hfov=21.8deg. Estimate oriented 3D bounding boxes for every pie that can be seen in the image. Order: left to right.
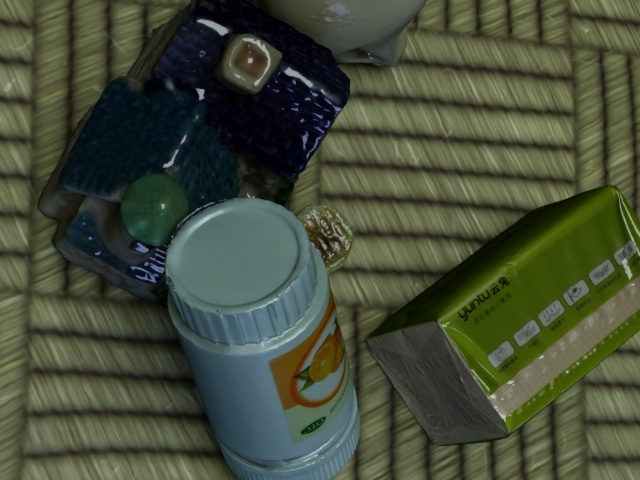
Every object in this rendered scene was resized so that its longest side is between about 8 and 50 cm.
[{"bbox_3d":[0.000,0.000,1.867,0.084,0.020,0.084,4,80,-21],"label":"pie"}]

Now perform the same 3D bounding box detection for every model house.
[{"bbox_3d":[-0.119,-0.099,1.703,0.243,0.284,0.298,28,71,-10],"label":"model house"}]

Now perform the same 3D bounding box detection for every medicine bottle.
[{"bbox_3d":[-0.055,0.107,1.653,0.158,0.318,0.158,-5,52,7],"label":"medicine bottle"}]

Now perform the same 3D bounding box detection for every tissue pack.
[{"bbox_3d":[0.224,0.083,1.844,0.274,0.200,0.167,-37,96,-23],"label":"tissue pack"}]

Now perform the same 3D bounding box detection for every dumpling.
[{"bbox_3d":[0.002,-0.369,1.796,0.233,0.395,0.316,-20,64,12],"label":"dumpling"}]
